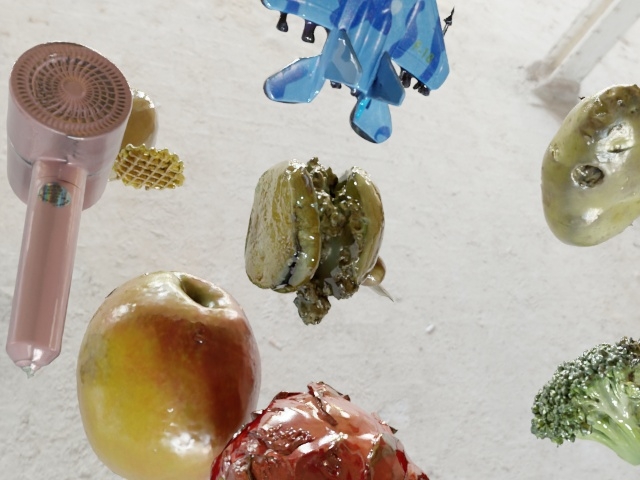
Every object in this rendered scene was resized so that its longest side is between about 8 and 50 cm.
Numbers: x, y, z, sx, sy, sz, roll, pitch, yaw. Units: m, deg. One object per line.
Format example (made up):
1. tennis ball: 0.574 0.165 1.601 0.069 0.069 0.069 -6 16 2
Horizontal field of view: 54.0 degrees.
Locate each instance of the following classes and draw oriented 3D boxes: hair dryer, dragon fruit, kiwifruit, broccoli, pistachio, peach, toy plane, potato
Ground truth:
1. hair dryer: -0.303 -0.018 0.700 0.125 0.210 0.353 10 63 -23
2. dragon fruit: -0.002 0.350 0.830 0.302 0.296 0.295 47 48 8
3. kiwifruit: 0.067 0.041 1.191 0.124 0.075 0.075 27 46 11
4. broccoli: 0.646 0.355 1.448 0.272 0.334 0.324 43 24 -6
5. pistachio: -0.523 -0.276 1.642 0.181 0.162 0.293 41 61 -28
6. peach: -0.261 0.243 1.070 0.372 0.373 0.290 45 21 10
7. toy plane: 0.046 -0.201 0.442 0.169 0.078 0.247 14 92 -34
8. potato: 0.430 -0.116 0.962 0.191 0.296 0.141 -23 51 -8

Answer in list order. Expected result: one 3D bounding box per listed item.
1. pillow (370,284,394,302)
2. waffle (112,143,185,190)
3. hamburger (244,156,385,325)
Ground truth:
1. pillow: 0.116 0.095 1.672 0.130 0.033 0.217 38 -3 47
2. waffle: -0.417 -0.173 1.532 0.191 0.191 0.038 10 62 -21
3. hamburger: 0.000 0.000 0.672 0.131 0.159 0.185 8 87 -25
